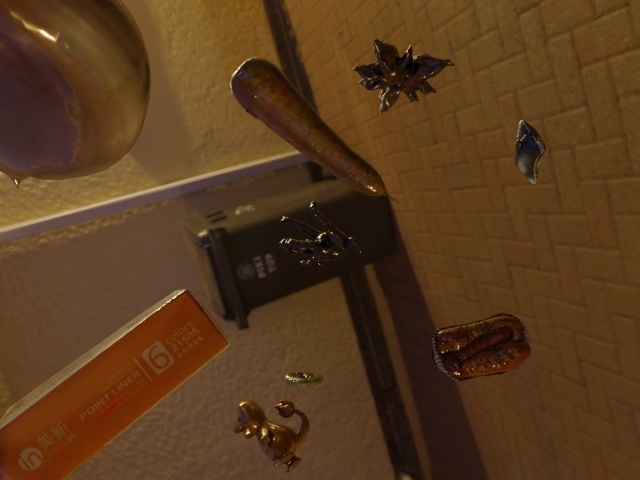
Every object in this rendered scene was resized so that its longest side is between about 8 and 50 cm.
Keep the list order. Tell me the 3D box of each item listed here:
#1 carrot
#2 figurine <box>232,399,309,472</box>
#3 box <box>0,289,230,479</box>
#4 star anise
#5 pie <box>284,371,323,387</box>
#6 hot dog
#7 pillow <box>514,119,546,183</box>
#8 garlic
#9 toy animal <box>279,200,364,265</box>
[{"bbox_3d":[-0.004,-0.144,0.837,0.298,0.078,0.078,41,165,-1],"label":"carrot"},{"bbox_3d":[-0.102,0.386,1.236,0.176,0.122,0.121,28,165,30],"label":"figurine"},{"bbox_3d":[-0.255,0.170,0.725,0.091,0.274,0.221,54,166,-6],"label":"box"},{"bbox_3d":[0.102,-0.210,0.787,0.129,0.124,0.056,124,155,-61],"label":"star anise"},{"bbox_3d":[-0.036,0.294,1.259,0.084,0.084,0.021,-162,72,-73],"label":"pie"},{"bbox_3d":[0.296,0.196,1.077,0.059,0.191,0.108,114,143,-67],"label":"hot dog"},{"bbox_3d":[0.451,-0.190,1.272,0.091,0.055,0.135,39,167,30],"label":"pillow"},{"bbox_3d":[-0.277,-0.162,0.500,0.325,0.279,0.132,76,-148,-64],"label":"garlic"},{"bbox_3d":[0.000,0.000,1.208,0.233,0.148,0.084,-19,51,61],"label":"toy animal"}]
